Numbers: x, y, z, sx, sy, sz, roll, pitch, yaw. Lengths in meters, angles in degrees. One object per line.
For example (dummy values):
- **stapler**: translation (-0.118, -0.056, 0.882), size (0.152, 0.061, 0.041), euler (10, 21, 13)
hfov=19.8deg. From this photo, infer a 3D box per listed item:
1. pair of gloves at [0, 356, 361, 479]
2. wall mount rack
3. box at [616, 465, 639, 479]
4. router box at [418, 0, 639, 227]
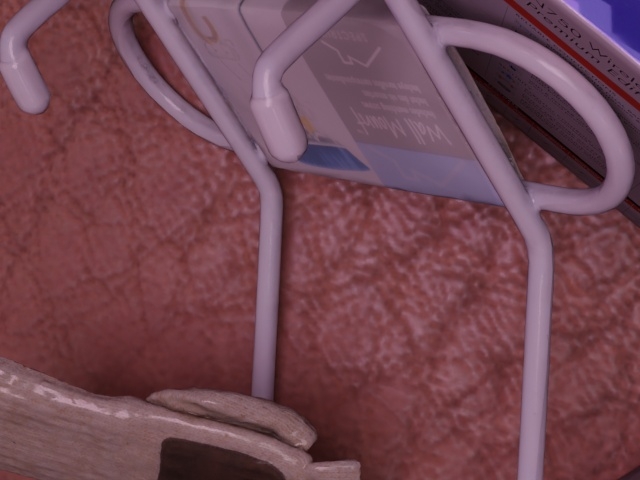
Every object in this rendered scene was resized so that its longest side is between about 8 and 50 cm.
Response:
- **pair of gloves**: translation (-0.079, 0.155, 0.960), size (0.204, 0.042, 0.240), euler (11, 133, 5)
- **wall mount rack**: translation (0.000, 0.000, 0.890), size (0.130, 0.350, 0.304), euler (-48, 125, -23)
- **box**: translation (0.190, 0.205, 0.894), size (0.345, 0.215, 0.168), euler (-34, 88, 9)
- **router box**: translation (0.151, -0.082, 0.836), size (0.335, 0.301, 0.082), euler (40, 88, 4)
